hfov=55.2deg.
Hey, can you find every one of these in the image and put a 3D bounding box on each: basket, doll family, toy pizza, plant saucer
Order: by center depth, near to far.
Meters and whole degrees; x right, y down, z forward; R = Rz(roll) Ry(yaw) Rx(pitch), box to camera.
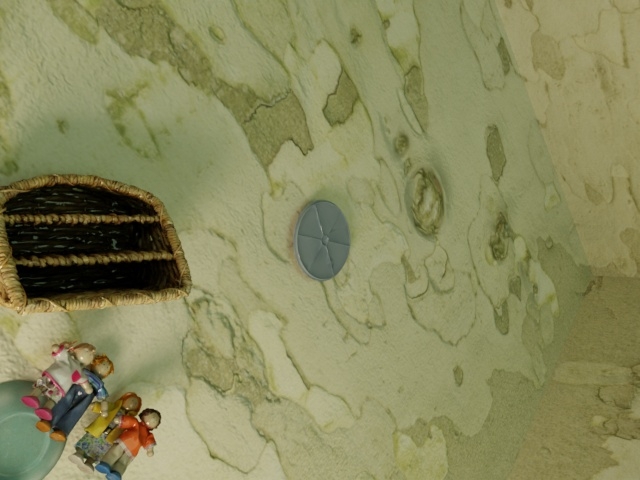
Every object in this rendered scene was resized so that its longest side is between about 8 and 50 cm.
[{"bbox_3d":[-0.382,-0.004,0.993,0.299,0.223,0.214,0,91,-44],"label":"basket"},{"bbox_3d":[-0.504,0.331,1.005,0.195,0.037,0.195,-2,92,-45],"label":"plant saucer"},{"bbox_3d":[-0.396,0.287,1.063,0.263,0.118,0.163,53,41,-18],"label":"doll family"},{"bbox_3d":[0.000,0.000,1.512,0.201,0.032,0.201,-1,91,-46],"label":"toy pizza"}]
